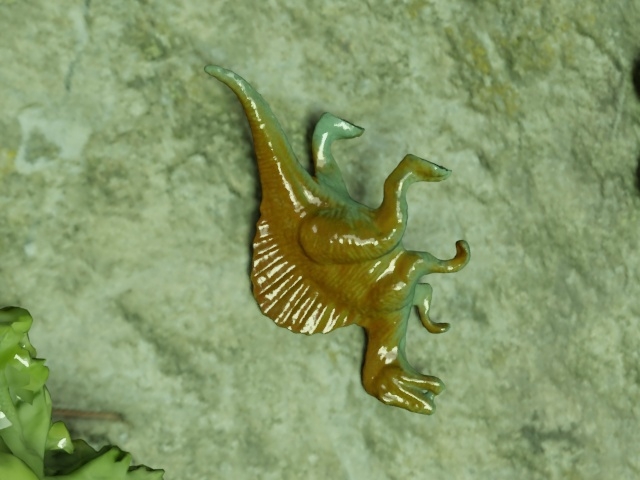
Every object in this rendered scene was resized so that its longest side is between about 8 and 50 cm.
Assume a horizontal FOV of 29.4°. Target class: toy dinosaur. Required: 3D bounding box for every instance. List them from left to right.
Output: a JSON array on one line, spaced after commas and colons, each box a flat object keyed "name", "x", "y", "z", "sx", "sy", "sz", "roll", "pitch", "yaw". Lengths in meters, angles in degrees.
[{"name": "toy dinosaur", "x": 0.001, "y": 0.001, "z": 0.714, "sx": 0.212, "sy": 0.057, "sz": 0.142, "roll": 26, "pitch": 96, "yaw": -8}]

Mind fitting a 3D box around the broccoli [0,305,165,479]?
[{"name": "broccoli", "x": -0.187, "y": 0.099, "z": 0.504, "sx": 0.288, "sy": 0.246, "sz": 0.247, "roll": 4, "pitch": 82, "yaw": -52}]
